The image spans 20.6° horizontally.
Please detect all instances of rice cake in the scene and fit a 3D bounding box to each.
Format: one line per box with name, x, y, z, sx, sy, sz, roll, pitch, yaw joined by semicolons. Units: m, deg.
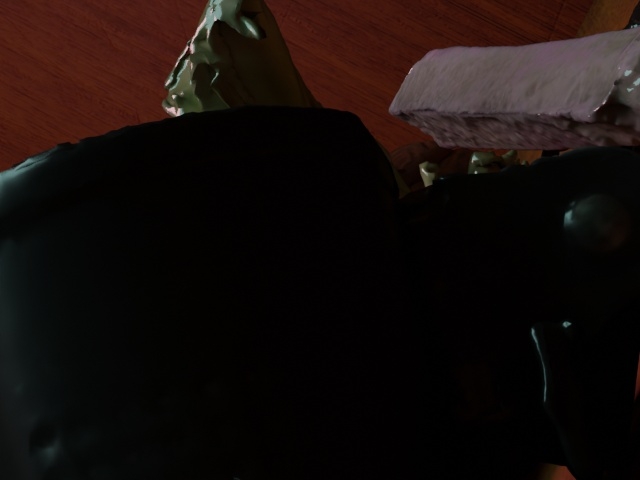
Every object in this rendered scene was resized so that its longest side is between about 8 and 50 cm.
rice cake;0.140;-0.096;1.173;0.073;0.056;0.365;-60;18;-8

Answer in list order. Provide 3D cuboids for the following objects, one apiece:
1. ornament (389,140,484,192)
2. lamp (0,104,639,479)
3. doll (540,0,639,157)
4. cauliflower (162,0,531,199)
ornament;0.075;0.023;1.384;0.221;0.235;0.217;-37;4;20
lamp;-0.048;0.091;0.683;0.205;0.374;0.272;49;-138;-72
doll;0.213;-0.116;1.229;0.165;0.057;0.139;-61;-3;3
cauliflower;-0.002;0.023;1.000;0.260;0.281;0.327;-49;-7;24
